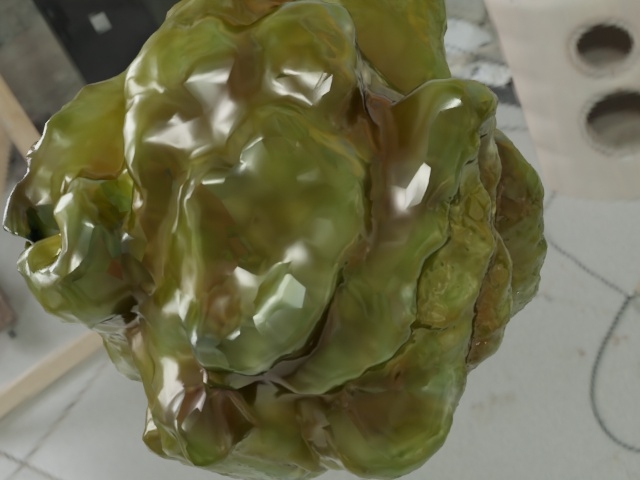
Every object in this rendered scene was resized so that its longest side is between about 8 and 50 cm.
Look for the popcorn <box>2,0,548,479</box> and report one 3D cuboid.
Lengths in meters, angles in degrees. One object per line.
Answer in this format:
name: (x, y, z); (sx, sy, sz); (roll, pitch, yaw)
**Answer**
popcorn: (0.008, -0.006, 0.752); (0.321, 0.325, 0.290); (-50, 31, 5)
